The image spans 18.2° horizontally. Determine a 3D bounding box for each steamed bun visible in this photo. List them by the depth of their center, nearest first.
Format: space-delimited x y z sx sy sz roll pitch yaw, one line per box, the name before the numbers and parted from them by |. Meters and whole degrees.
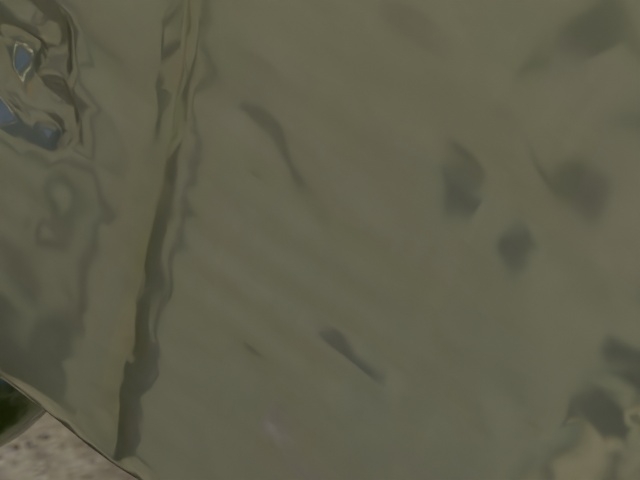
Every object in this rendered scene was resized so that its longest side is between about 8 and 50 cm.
steamed bun | 0.037 -0.146 0.480 0.456 0.371 0.290 38 48 12

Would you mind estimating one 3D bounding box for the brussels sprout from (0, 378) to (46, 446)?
brussels sprout | -0.334 0.032 1.395 0.276 0.371 0.315 -55 138 -57
